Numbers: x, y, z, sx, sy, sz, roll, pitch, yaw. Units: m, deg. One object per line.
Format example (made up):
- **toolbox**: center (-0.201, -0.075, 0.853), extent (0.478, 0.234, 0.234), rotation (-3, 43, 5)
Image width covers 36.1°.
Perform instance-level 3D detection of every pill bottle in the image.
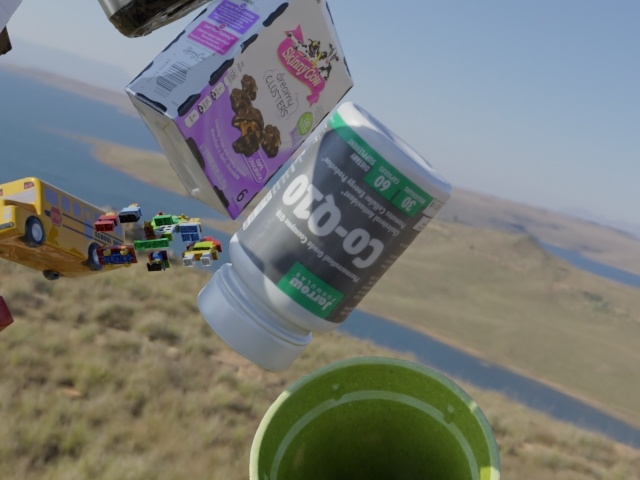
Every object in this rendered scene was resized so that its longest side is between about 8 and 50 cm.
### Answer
- **pill bottle**: center (0.000, 0.000, 1.401), extent (0.204, 0.361, 0.204), rotation (38, 12, -9)

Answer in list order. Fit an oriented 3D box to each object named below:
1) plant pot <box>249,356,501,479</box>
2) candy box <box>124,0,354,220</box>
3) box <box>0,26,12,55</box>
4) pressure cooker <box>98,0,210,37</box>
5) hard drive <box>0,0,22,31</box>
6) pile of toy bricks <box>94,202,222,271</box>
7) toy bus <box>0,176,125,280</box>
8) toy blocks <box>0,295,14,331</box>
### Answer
- **plant pot**: center (0.065, 0.323, 1.174), extent (0.276, 0.276, 0.254), rotation (18, -37, 18)
- **candy box**: center (-0.068, -0.145, 0.931), extent (0.070, 0.196, 0.165), rotation (31, -18, 30)
- **box**: center (-0.498, -0.261, 1.211), extent (0.158, 0.156, 0.093), rotation (42, -19, 3)
- **pressure cooker**: center (-0.269, -0.581, 1.573), extent (0.375, 0.420, 0.370), rotation (-26, 10, 11)
- **hard drive**: center (-0.341, -0.356, 1.035), extent (0.233, 0.353, 0.047), rotation (10, -29, 31)
- **pile of toy bricks**: center (-0.278, -0.017, 1.695), extent (0.212, 0.118, 0.105), rotation (-2, 27, 11)
- **toy bus**: center (-0.466, -0.015, 1.699), extent (0.108, 0.130, 0.332), rotation (-12, -18, 18)
- **toy blocks**: center (-0.557, 0.180, 1.243), extent (0.260, 0.381, 0.191), rotation (18, -22, -3)
